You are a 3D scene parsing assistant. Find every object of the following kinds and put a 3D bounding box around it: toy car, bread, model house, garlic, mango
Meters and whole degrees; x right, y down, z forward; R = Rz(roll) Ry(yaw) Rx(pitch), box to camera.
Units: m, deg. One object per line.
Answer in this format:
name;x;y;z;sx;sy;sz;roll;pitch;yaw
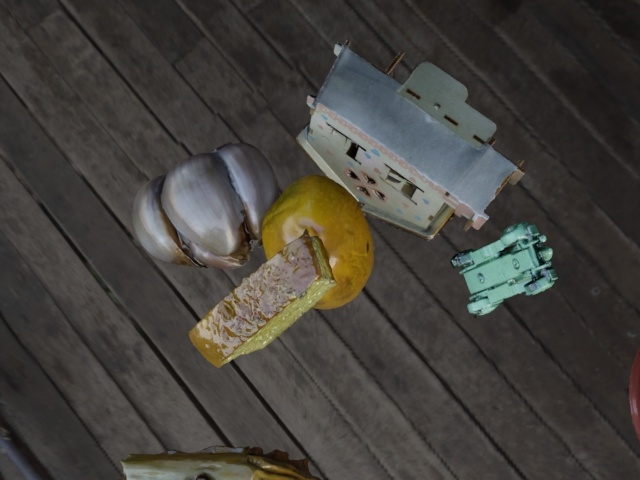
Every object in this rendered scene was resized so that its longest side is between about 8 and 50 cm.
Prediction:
toy car;0.191;0.029;0.912;0.054;0.143;0.073;-17;80;-25
bread;-0.185;0.386;1.159;0.370;0.314;0.191;-11;68;20
model house;0.126;-0.133;1.346;0.326;0.244;0.169;35;69;6
garlic;-0.166;-0.055;1.304;0.214;0.160;0.191;-15;62;-19
bread;-0.052;0.061;0.923;0.187;0.103;0.065;-42;76;22
mango;0.001;0.004;1.252;0.144;0.359;0.186;-13;87;4

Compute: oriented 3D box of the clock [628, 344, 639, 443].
clock;0.532;0.189;1.047;0.319;0.080;0.318;-7;66;15
